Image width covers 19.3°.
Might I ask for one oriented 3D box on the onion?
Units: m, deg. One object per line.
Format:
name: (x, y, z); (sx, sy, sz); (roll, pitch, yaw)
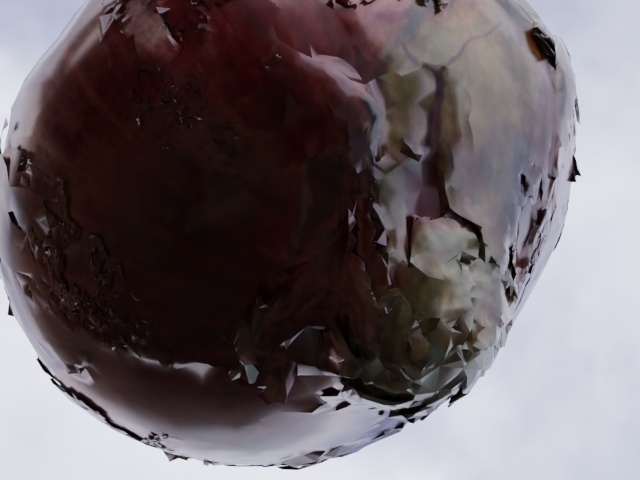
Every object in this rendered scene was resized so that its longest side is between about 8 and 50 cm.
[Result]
onion: (0.000, 0.000, 0.527); (0.147, 0.184, 0.184); (55, -46, 42)
